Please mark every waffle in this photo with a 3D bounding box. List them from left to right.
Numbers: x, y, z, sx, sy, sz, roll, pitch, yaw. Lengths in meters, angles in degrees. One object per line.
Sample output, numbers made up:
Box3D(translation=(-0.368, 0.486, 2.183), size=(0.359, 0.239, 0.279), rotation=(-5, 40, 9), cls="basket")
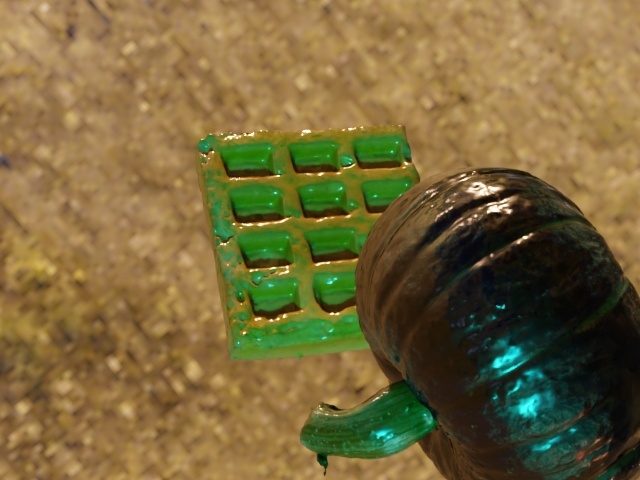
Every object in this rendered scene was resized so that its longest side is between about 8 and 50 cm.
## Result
Box3D(translation=(0.000, 0.000, 1.962), size=(0.221, 0.055, 0.248), rotation=(-4, 58, -12), cls="waffle")

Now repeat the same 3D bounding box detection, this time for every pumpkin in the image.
Box3D(translation=(0.100, 0.085, 1.322), size=(0.248, 0.248, 0.248), rotation=(37, 31, -27), cls="pumpkin")
